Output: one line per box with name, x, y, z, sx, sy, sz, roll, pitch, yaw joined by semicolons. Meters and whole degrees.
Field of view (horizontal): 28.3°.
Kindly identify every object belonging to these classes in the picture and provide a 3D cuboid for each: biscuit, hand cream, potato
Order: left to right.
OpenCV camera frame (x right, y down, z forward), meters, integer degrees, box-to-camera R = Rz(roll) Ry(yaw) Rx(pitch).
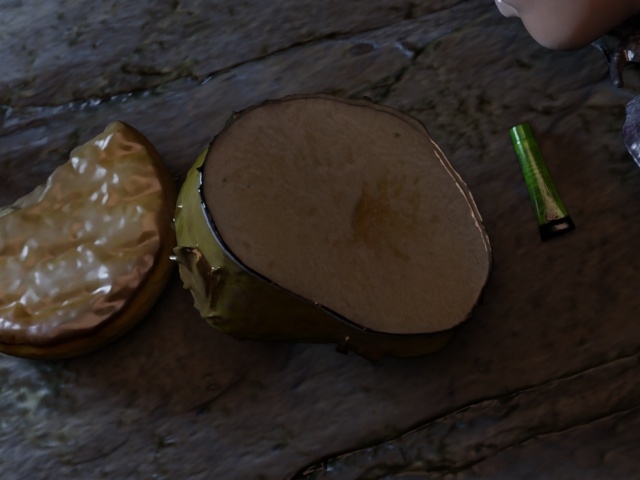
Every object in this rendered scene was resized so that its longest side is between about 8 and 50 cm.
biscuit;-0.263;0.018;1.328;0.274;0.091;0.213;-31;69;0
potato;0.000;0.000;1.246;0.300;0.196;0.246;24;65;-12
hand cream;0.223;-0.061;1.294;0.036;0.023;0.122;-22;72;14

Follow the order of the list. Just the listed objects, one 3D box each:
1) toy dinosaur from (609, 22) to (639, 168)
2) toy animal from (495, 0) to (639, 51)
toy dinosaur;0.365;-0.134;1.211;0.162;0.077;0.294;-21;30;23
toy animal;0.301;-0.316;1.233;0.326;0.269;0.237;-37;43;39
